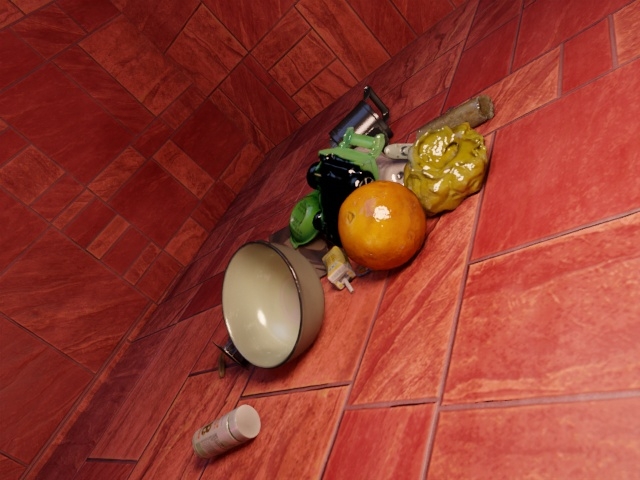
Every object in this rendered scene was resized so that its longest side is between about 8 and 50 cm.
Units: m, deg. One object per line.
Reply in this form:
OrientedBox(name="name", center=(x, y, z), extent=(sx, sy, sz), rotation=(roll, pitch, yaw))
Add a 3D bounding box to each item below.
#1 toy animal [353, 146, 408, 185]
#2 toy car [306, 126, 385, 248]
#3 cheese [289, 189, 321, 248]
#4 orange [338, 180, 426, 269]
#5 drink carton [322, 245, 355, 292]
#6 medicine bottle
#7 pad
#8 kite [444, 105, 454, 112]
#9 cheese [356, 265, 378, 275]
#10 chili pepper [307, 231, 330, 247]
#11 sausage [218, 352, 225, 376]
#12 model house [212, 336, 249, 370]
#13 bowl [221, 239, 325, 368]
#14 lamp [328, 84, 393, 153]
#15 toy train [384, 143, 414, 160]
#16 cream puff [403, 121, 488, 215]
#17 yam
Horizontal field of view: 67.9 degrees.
OrientedBox(name="toy animal", center=(0.216, -0.226, 1.617), extent=(0.257, 0.194, 0.357), rotation=(-31, 27, -32))
OrientedBox(name="toy car", center=(0.093, -0.148, 1.473), extent=(0.176, 0.359, 0.213), rotation=(-28, 35, -36))
OrientedBox(name="cheese", center=(-0.021, -0.117, 1.681), extent=(0.320, 0.083, 0.204), rotation=(-57, 35, 15))
OrientedBox(name="orange", center=(0.163, -0.040, 1.259), extent=(0.240, 0.240, 0.240), rotation=(-39, 21, 19))
OrientedBox(name="drink carton", center=(0.058, 0.092, 1.441), extent=(0.084, 0.074, 0.200), rotation=(-43, 19, 9))
OrientedBox(name="medicine bottle", center=(-0.249, 0.505, 1.250), extent=(0.183, 0.086, 0.086), rotation=(-36, 23, 27))
OrientedBox(name="pad", center=(-0.080, 0.040, 1.700), extent=(0.220, 0.004, 0.330), rotation=(-28, 41, 10))
OrientedBox(name="kite", center=(0.487, -0.487, 1.782), extent=(0.044, 0.002, 0.078), rotation=(-42, 19, 13))
OrientedBox(name="cheese", center=(0.141, 0.081, 1.378), extent=(0.111, 0.017, 0.047), rotation=(-15, 40, 54))
OrientedBox(name="chili pepper", center=(0.000, 0.000, 1.737), extent=(0.123, 0.070, 0.073), rotation=(-58, 7, -23))
OrientedBox(name="sausage", center=(-0.345, 0.434, 1.659), extent=(0.024, 0.024, 0.132), rotation=(-45, 19, 5))
OrientedBox(name="model house", center=(-0.268, 0.345, 1.552), extent=(0.088, 0.117, 0.167), rotation=(-50, 17, -19))
OrientedBox(name="bowl", center=(-0.111, 0.172, 1.366), extent=(0.185, 0.354, 0.354), rotation=(-4, -18, -47))
OrientedBox(name="lamp", center=(0.165, -0.461, 2.065), extent=(0.272, 0.205, 0.374), rotation=(-32, 35, 25))
OrientedBox(name="toy train", center=(0.302, -0.272, 1.460), extent=(0.051, 0.233, 0.052), rotation=(-2, 92, 60))
OrientedBox(name="cream puff", center=(0.332, -0.212, 1.318), extent=(0.282, 0.185, 0.282), rotation=(-43, 18, 17))
OrientedBox(name="yam", center=(0.439, -0.384, 1.561), extent=(0.259, 0.093, 0.093), rotation=(-23, 31, 47))
